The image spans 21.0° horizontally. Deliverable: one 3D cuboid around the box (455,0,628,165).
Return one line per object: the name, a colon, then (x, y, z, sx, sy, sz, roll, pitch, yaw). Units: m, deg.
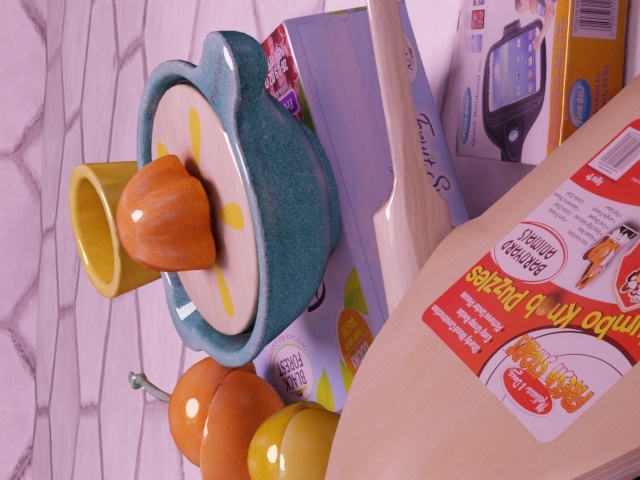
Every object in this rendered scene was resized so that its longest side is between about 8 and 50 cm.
box: (0.087, -0.073, 0.725, 0.136, 0.028, 0.081, -164, 77, -72)

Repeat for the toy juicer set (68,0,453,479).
toy juicer set: (-0.032, 0.021, 0.735, 0.329, 0.089, 0.209, -39, 67, 63)

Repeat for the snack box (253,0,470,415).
snack box: (0.000, 0.000, 0.850, 0.207, 0.070, 0.174, 148, 107, -67)

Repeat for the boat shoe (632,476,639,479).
boat shoe: (0.101, 0.109, 0.550, 0.254, 0.079, 0.095, 145, 126, -70)

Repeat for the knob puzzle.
knob puzzle: (0.080, 0.032, 0.552, 0.213, 0.030, 0.213, -35, 23, 17)
